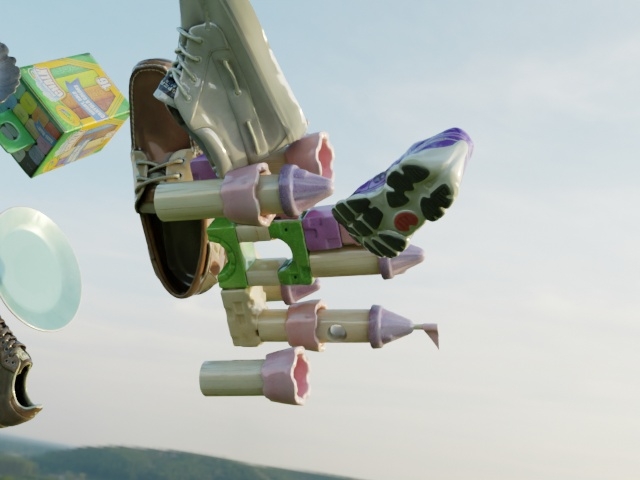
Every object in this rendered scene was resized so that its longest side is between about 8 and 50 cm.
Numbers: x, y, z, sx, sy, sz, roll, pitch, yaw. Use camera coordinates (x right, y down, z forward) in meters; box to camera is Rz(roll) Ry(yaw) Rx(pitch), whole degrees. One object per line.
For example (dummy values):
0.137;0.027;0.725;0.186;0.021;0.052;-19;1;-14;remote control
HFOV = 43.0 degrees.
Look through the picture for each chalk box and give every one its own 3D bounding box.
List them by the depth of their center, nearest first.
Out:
-0.437;-0.200;1.315;0.132;0.132;0.213;-39;-1;35;chalk box

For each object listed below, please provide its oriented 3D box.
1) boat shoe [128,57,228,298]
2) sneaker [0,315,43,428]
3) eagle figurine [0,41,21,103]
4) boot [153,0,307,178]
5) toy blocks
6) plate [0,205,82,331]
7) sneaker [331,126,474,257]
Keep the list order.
-0.187;-0.074;1.065;0.123;0.325;0.116;-6;19;16;boat shoe
-0.414;0.149;1.072;0.071;0.189;0.066;-15;1;9;sneaker
-0.536;-0.202;1.033;0.226;0.225;0.298;30;3;-7;eagle figurine
-0.119;-0.184;0.827;0.258;0.123;0.095;61;-8;-27;boot
0.000;0.000;0.971;0.259;0.289;0.309;-4;22;16;toy blocks
-0.410;0.043;1.161;0.024;0.188;0.188;-19;-27;20;plate
0.072;-0.038;0.668;0.068;0.071;0.170;45;-32;-8;sneaker
